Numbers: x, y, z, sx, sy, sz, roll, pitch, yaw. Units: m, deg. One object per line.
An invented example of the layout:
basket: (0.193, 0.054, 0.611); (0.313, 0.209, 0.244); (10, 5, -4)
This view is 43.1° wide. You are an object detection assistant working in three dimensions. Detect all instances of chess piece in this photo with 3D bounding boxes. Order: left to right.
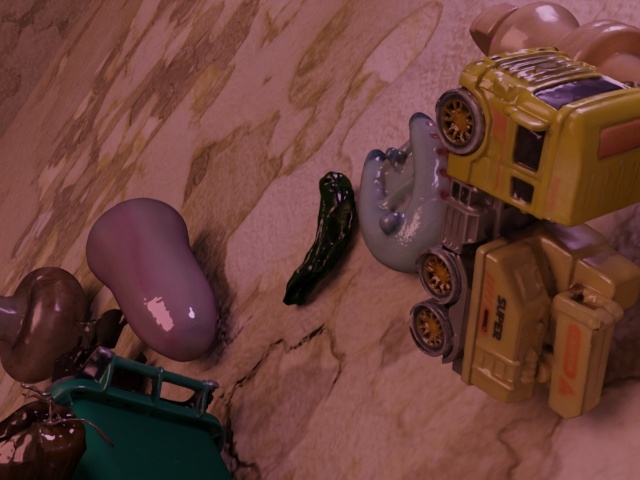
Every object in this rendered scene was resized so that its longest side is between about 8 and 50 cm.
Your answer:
chess piece: (0.245, -0.141, 0.719); (0.117, 0.117, 0.397); (-57, 30, 11)

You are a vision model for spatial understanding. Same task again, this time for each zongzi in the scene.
zongzi: (-0.288, 0.294, 0.764); (0.247, 0.111, 0.241); (-35, 67, 21)

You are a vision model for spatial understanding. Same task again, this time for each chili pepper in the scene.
chili pepper: (0.003, 0.004, 1.020); (0.073, 0.050, 0.182); (23, 90, 51)

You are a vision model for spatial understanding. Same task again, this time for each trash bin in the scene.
trash bin: (-0.188, 0.334, 0.886); (0.381, 0.259, 0.295); (35, 97, 51)

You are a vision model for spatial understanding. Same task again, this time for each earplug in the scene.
earplug: (-0.237, 0.075, 1.230); (0.172, 0.172, 0.301); (-57, 38, 10)

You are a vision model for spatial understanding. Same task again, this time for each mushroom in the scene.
mushroom: (-0.592, 0.154, 1.611); (0.243, 0.243, 0.244); (-35, 42, 38)

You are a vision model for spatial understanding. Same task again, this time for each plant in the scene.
plant: (-0.360, 0.214, 1.315); (0.142, 0.131, 0.203); (-16, 64, 52)

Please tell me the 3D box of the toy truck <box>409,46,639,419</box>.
toy truck: (0.169, 0.003, 0.619); (0.157, 0.124, 0.272); (34, 131, 44)

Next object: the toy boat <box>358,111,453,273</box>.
toy boat: (0.091, -0.056, 0.910); (0.134, 0.078, 0.208); (-35, 40, 33)
